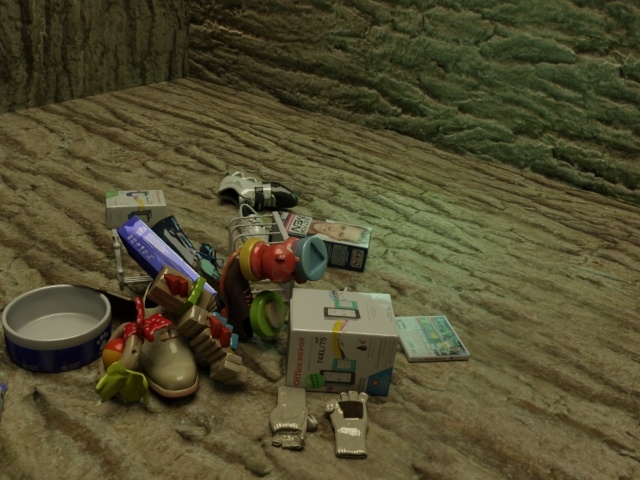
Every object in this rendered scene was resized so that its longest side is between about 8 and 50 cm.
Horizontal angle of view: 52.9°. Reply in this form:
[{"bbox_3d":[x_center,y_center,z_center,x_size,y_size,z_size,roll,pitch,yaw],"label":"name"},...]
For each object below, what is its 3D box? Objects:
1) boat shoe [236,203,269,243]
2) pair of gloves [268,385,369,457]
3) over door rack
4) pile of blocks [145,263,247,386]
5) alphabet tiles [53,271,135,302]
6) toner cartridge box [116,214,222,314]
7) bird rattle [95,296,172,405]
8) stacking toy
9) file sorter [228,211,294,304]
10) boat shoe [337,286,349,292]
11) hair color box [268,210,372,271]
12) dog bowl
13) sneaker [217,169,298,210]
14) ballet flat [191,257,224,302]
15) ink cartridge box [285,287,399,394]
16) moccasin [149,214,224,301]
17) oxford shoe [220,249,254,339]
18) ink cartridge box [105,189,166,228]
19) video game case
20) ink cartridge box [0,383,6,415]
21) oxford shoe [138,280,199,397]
[{"bbox_3d":[-0.253,-0.054,2.363,0.095,0.084,0.258,-8,31,-27],"label":"boat shoe"},{"bbox_3d":[-0.002,0.423,1.540,0.240,0.042,0.204,7,27,3],"label":"pair of gloves"},{"bbox_3d":[-0.557,0.026,2.115,0.240,0.108,0.324,-3,28,-20],"label":"over door rack"},{"bbox_3d":[-0.277,0.196,1.614,0.362,0.113,0.149,52,42,-1],"label":"pile of blocks"},{"bbox_3d":[-0.612,0.145,1.848,0.237,0.009,0.198,16,-10,18],"label":"alphabet tiles"},{"bbox_3d":[-0.426,0.092,1.827,0.348,0.165,0.075,41,69,17],"label":"toner cartridge box"},{"bbox_3d":[-0.476,0.264,1.545,0.143,0.253,0.207,21,-24,-38],"label":"bird rattle"},{"bbox_3d":[-0.074,0.122,1.786,0.130,0.279,0.309,-1,5,32],"label":"stacking toy"},{"bbox_3d":[-0.193,0.057,2.051,0.173,0.192,0.277,-4,29,-14],"label":"file sorter"},{"bbox_3d":[0.046,0.198,1.906,0.079,0.095,0.254,-8,9,8],"label":"boat shoe"},{"bbox_3d":[0.000,0.000,2.288,0.347,0.105,0.174,11,28,4],"label":"hair color box"},{"bbox_3d":[-0.689,0.227,1.698,0.265,0.104,0.265,5,27,-3],"label":"dog bowl"},{"bbox_3d":[-0.258,-0.169,2.580,0.331,0.122,0.146,15,46,13],"label":"sneaker"},{"bbox_3d":[-0.283,0.150,1.873,0.250,0.058,0.084,45,24,-21],"label":"ballet flat"},{"bbox_3d":[0.048,0.263,1.691,0.270,0.198,0.197,4,28,-4],"label":"ink cartridge box"},{"bbox_3d":[-0.377,0.048,1.960,0.342,0.138,0.117,43,72,5],"label":"moccasin"},{"bbox_3d":[-0.212,0.151,1.767,0.098,0.271,0.097,20,33,23],"label":"oxford shoe"},{"bbox_3d":[-0.684,-0.118,2.385,0.212,0.093,0.154,-1,27,-19],"label":"ink cartridge box"},{"bbox_3d":[0.317,0.287,1.899,0.183,0.023,0.201,0,27,-12],"label":"video game case"},{"bbox_3d":[-0.824,0.381,1.432,0.206,0.045,0.208,-3,27,-17],"label":"ink cartridge box"},{"bbox_3d":[-0.410,0.248,1.670,0.140,0.146,0.397,-8,30,-26],"label":"oxford shoe"}]
